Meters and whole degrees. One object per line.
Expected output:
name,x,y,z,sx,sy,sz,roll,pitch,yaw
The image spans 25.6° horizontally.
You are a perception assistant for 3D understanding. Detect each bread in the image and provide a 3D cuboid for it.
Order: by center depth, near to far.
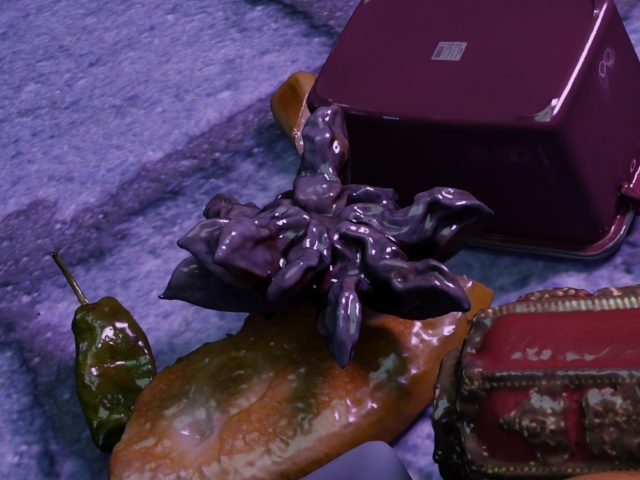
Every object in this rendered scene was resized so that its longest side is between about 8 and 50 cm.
bread,-0.011,-0.127,1.434,0.062,0.049,0.103,-48,38,13

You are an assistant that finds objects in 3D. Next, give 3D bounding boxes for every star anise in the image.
star anise,-0.001,0.003,1.108,0.212,0.129,0.282,-35,46,-29

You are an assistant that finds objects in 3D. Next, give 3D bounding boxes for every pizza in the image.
pizza,-0.026,0.122,1.128,0.365,0.074,0.182,-34,41,-14

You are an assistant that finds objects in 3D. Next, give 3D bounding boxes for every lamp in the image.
lamp,0.214,0.116,0.947,0.274,0.177,0.177,-6,41,23

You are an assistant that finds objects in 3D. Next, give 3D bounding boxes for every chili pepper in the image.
chili pepper,-0.183,0.100,1.235,0.072,0.073,0.204,-10,47,-13

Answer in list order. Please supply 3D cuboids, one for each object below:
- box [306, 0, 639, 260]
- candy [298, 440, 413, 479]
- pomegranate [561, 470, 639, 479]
box,0.140,-0.112,1.228,0.294,0.167,0.193,9,60,34
candy,-0.002,0.224,0.994,0.174,0.071,0.138,-26,37,-7
pomegranate,0.183,0.233,0.767,0.252,0.229,0.270,-1,33,10
